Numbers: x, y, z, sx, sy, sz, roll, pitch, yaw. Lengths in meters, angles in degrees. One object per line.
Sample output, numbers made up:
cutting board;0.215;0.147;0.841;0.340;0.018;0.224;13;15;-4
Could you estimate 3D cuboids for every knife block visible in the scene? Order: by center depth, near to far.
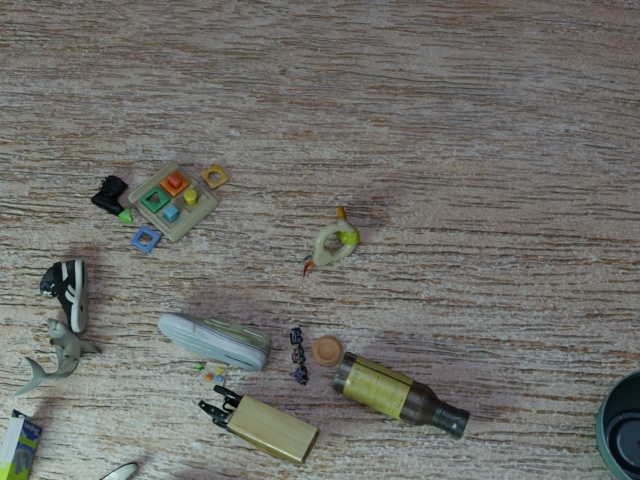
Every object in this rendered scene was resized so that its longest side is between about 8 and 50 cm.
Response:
knife block;-0.160;0.431;1.789;0.242;0.275;0.088;35;67;-16

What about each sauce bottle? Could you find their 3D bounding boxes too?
sauce bottle;0.200;0.393;1.867;0.344;0.111;0.111;23;67;12

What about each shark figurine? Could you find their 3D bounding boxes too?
shark figurine;-0.668;0.323;1.902;0.166;0.278;0.116;31;108;-15

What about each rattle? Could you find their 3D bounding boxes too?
rattle;0.000;0.000;2.081;0.199;0.130;0.143;-41;57;11

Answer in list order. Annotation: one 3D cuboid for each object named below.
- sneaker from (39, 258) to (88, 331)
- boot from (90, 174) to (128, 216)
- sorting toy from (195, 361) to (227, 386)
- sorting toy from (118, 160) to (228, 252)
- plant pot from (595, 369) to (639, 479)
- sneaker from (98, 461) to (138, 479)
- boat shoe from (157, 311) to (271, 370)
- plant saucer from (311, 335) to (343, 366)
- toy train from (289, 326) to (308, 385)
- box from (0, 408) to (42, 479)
sneaker;-0.696;0.157;2.014;0.121;0.079;0.217;-9;57;0
boot;-0.593;-0.130;2.163;0.121;0.045;0.099;27;62;11
sorting toy;-0.289;0.347;1.948;0.083;0.012;0.062;10;66;5
sorting toy;-0.420;-0.120;2.136;0.196;0.047;0.347;42;69;11
plant pot;0.785;0.473;1.775;0.293;0.196;0.293;-1;64;1
sneaker;-0.506;0.606;1.813;0.161;0.057;0.075;-31;85;-14
boat shoe;-0.274;0.249;1.958;0.302;0.109;0.094;22;51;1
plant saucer;0.018;0.291;1.971;0.083;0.013;0.083;0;65;1
toy train;-0.058;0.304;1.958;0.036;0.027;0.158;-10;65;0
box;-0.738;0.511;1.823;0.042;0.109;0.178;5;65;7
